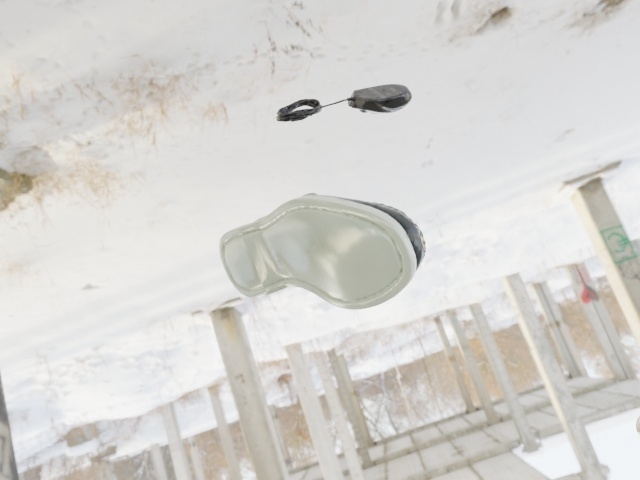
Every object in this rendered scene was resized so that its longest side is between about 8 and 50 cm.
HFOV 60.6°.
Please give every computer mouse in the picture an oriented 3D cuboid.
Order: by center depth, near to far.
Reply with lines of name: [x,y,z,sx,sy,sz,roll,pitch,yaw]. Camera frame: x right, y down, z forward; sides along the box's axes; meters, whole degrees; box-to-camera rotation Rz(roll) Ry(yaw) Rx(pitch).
computer mouse: [0.042,-0.219,0.913,0.241,0.071,0.041,-13,125,-13]

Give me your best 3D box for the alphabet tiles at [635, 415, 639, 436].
alphabet tiles: [0.468,0.229,0.518,0.278,0.284,0.021,-44,152,-11]

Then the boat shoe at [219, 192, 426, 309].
boat shoe: [0.000,0.000,0.553,0.091,0.114,0.302,-27,-164,-34]
